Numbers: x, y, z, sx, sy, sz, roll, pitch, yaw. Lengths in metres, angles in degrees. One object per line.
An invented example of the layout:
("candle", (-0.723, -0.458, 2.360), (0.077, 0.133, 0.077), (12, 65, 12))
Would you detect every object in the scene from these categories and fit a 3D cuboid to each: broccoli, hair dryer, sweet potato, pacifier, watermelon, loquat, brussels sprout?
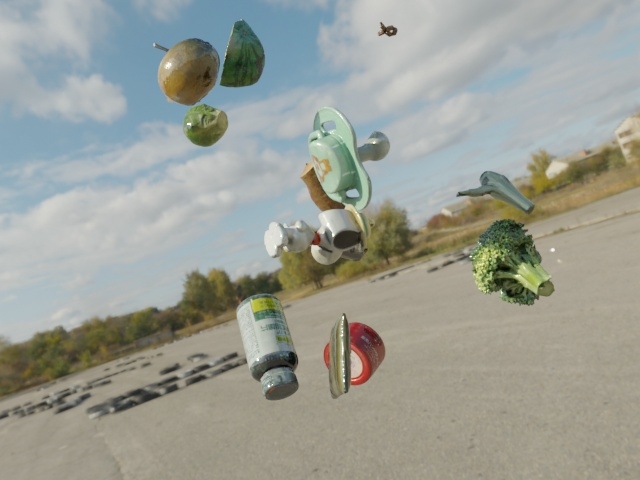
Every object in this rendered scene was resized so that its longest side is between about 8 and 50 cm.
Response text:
("broccoli", (0.679, 0.113, 1.845), (0.249, 0.375, 0.301), (-18, 35, 19))
("hair dryer", (0.631, -0.148, 1.815), (0.267, 0.229, 0.092), (-32, -34, -43))
("sweet potato", (0.038, -0.166, 2.052), (0.131, 0.336, 0.131), (-28, 19, 11))
("pacifier", (0.100, -0.272, 1.643), (0.269, 0.343, 0.288), (-23, 16, -25))
("watermelon", (-0.273, -0.664, 1.873), (0.146, 0.128, 0.231), (15, -55, -13))
("loquat", (-0.408, -0.525, 1.598), (0.179, 0.179, 0.227), (-15, -15, -44))
("brussels sprout", (-0.462, -0.459, 2.061), (0.181, 0.161, 0.144), (8, -15, 23))

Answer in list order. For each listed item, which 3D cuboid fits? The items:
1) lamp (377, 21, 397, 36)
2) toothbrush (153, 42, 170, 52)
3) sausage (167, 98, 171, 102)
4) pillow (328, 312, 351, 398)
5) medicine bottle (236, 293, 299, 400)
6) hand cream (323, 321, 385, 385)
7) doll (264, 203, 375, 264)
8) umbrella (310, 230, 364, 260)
("lamp", (0.289, -0.900, 2.190), (0.084, 0.031, 0.063), (7, -30, -1))
("toothbrush", (-0.535, -0.693, 1.899), (0.017, 0.014, 0.194), (-41, -23, 28))
("sausage", (-0.514, -0.497, 1.799), (0.026, 0.026, 0.116), (-17, 19, -25))
("pillow", (0.053, 0.322, 1.411), (0.052, 0.208, 0.212), (3, -21, -5))
("medicine bottle", (-0.148, 0.306, 1.476), (0.142, 0.293, 0.141), (-13, -39, -11))
("hand cream", (0.116, 0.391, 1.770), (0.193, 0.193, 0.125), (-22, 10, 37))
("doll", (0.005, -0.013, 1.347), (0.208, 0.143, 0.272), (-43, -35, 23))
("umbrella", (0.052, 0.021, 1.969), (0.337, 0.067, 0.073), (16, -69, -47))
